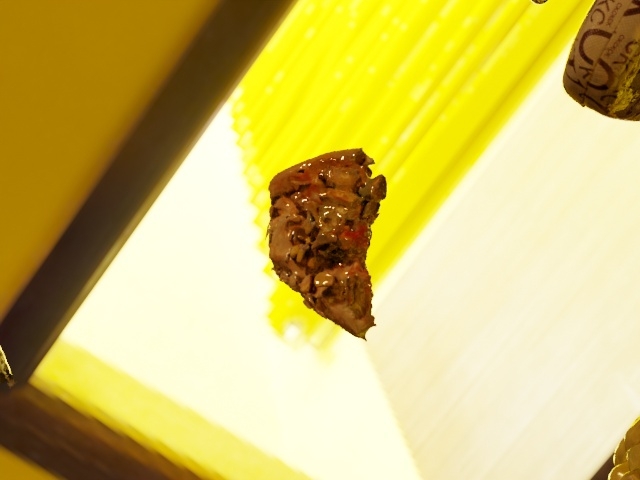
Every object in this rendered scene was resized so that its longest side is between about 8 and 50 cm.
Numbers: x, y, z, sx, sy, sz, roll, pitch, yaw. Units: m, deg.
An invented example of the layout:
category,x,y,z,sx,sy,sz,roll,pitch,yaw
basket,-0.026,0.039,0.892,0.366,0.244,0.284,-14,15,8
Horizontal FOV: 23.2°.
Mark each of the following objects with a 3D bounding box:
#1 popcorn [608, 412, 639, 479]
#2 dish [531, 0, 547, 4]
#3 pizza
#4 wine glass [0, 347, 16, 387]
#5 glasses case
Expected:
category,x,y,z,sx,sy,sz,roll,pitch,yaw
popcorn,0.331,0.216,1.195,0.249,0.249,0.225,47,176,32
dish,0.149,-0.257,1.186,0.078,0.141,0.141,18,-171,19
pizza,0.000,0.000,1.814,0.147,0.226,0.069,2,168,20
wine glass,-0.300,0.006,1.111,0.262,0.074,0.074,58,-160,10
glasses case,0.275,-0.165,1.260,0.085,0.137,0.354,32,-164,17
